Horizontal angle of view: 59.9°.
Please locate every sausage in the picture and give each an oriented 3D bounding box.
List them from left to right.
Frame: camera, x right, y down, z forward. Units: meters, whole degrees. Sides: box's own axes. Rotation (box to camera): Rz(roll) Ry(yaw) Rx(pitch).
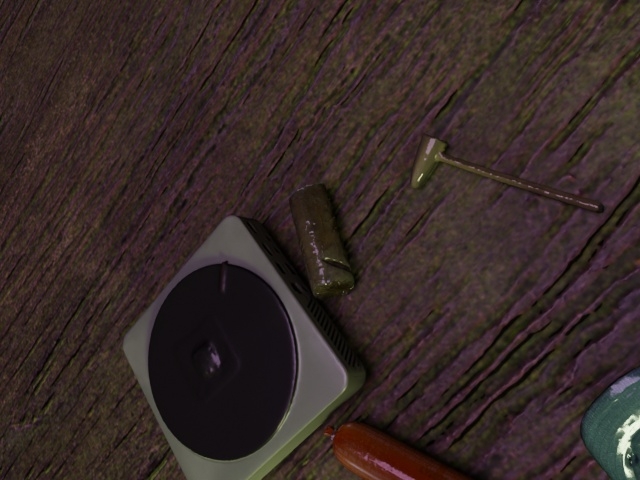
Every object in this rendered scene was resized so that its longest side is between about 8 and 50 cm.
[{"bbox_3d":[0.148,0.258,0.528,0.347,0.053,0.053,19,94,32],"label":"sausage"}]

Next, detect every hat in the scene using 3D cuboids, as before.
[{"bbox_3d":[0.301,0.165,0.436,0.191,0.078,0.138,42,115,9],"label":"hat"}]

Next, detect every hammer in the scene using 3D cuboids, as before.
[{"bbox_3d":[0.180,-0.053,0.562,0.195,0.028,0.060,25,103,30],"label":"hammer"}]

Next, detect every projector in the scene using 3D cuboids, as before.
[{"bbox_3d":[-0.104,0.144,0.681,0.259,0.079,0.257,-47,64,19],"label":"projector"}]

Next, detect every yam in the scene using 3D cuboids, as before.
[{"bbox_3d":[0.000,0.000,0.649,0.054,0.054,0.133,-25,70,27],"label":"yam"}]
